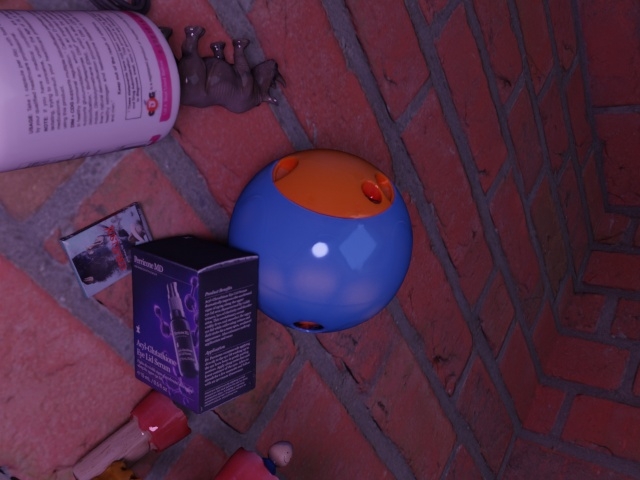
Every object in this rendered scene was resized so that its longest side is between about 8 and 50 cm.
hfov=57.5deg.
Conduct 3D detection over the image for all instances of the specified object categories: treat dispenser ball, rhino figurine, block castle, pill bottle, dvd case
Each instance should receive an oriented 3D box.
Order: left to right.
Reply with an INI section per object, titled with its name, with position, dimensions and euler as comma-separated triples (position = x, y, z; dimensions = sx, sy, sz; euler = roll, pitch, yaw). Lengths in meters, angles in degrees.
[pill bottle]
position = -0.308, -0.160, 0.619
dimensions = 0.283, 0.160, 0.160
euler = -23, 114, -46
[dvd case]
position = -0.283, 0.011, 0.793
dimensions = 0.119, 0.013, 0.087
euler = -37, 123, -42
[rhino figurine]
position = -0.137, -0.247, 0.878
dimensions = 0.243, 0.073, 0.106
euler = -7, 98, -51
[block castle]
position = -0.126, 0.447, 0.836
dimensions = 0.213, 0.303, 0.453
euler = -35, 122, -34
[treat dispenser ball]
position = 0.000, 0.000, 0.914
dimensions = 0.288, 0.288, 0.288
euler = -11, 105, -49

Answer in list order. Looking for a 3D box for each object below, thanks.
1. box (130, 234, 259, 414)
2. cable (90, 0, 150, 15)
[box]
position = -0.177, 0.110, 0.819
dimensions = 0.108, 0.153, 0.207
euler = -14, 111, -48
[cable]
position = -0.331, -0.326, 0.669
dimensions = 0.287, 0.072, 0.139
euler = -19, 94, -60
